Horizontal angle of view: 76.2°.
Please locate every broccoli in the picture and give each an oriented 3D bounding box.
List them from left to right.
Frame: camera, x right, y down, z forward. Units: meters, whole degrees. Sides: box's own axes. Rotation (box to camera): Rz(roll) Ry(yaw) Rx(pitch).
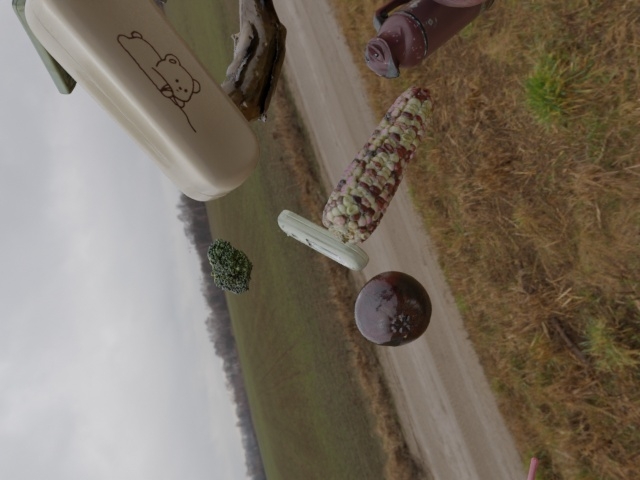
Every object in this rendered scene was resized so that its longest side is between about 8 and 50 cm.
[{"bbox_3d":[-0.167,0.046,0.756,0.095,0.097,0.092,-63,21,23],"label":"broccoli"}]

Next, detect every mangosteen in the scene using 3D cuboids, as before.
[{"bbox_3d":[0.211,0.201,1.265,0.261,0.235,0.236,-127,27,-71],"label":"mangosteen"}]

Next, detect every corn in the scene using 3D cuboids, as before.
[{"bbox_3d":[0.098,-0.118,0.653,0.092,0.280,0.092,32,171,5],"label":"corn"}]

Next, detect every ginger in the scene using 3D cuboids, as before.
[{"bbox_3d":[-0.136,-0.331,0.779,0.107,0.133,0.309,-7,63,65],"label":"ginger"}]

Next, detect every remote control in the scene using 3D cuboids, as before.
[{"bbox_3d":[-0.603,-0.445,0.912,0.233,0.038,0.098,109,166,-62],"label":"remote control"},{"bbox_3d":[0.000,0.000,0.836,0.221,0.042,0.078,27,165,27],"label":"remote control"}]

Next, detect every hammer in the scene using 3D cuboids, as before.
[{"bbox_3d":[0.422,0.477,0.818,0.031,0.052,0.083,42,-115,-64],"label":"hammer"}]

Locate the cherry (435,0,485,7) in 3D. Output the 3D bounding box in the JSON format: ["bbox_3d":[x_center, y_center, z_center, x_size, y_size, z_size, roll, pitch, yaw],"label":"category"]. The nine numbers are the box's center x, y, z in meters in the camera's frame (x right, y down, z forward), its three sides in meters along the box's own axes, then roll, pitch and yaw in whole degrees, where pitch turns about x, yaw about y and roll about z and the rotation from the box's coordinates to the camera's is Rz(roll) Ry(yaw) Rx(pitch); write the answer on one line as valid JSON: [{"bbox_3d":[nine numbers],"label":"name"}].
[{"bbox_3d":[0.217,-0.477,0.613,0.239,0.206,0.239,-58,11,18],"label":"cherry"}]

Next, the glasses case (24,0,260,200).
[{"bbox_3d":[-0.129,-0.120,0.324,0.050,0.083,0.196,-14,126,44],"label":"glasses case"}]

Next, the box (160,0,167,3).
[{"bbox_3d":[-0.186,-0.369,0.363,0.231,0.155,0.149,-60,18,21],"label":"box"}]

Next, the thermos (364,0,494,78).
[{"bbox_3d":[0.205,-0.449,0.824,0.136,0.330,0.109,52,161,-13],"label":"thermos"}]
